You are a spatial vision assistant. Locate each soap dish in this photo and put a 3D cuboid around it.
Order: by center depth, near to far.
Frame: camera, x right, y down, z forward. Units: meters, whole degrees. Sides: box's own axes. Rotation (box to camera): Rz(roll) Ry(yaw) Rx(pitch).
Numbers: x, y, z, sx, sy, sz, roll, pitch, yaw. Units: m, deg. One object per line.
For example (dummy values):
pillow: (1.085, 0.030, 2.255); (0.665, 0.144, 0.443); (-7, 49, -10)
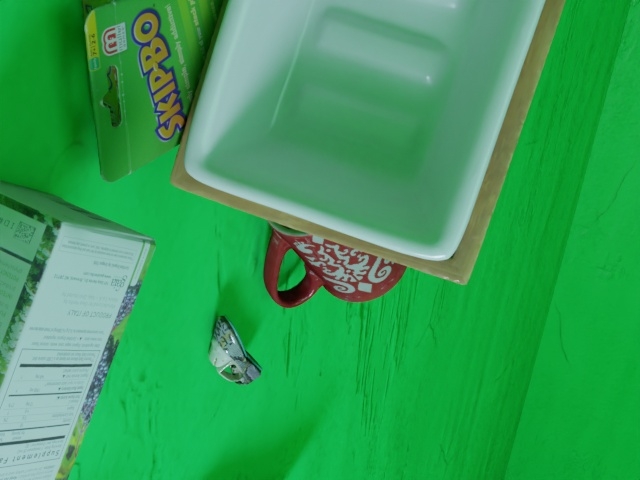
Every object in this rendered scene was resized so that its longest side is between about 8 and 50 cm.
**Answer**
soap dish: (0.044, -0.142, 0.624); (0.118, 0.229, 0.291); (-20, 128, -81)

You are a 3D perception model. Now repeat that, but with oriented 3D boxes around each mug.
mug: (0.009, 0.001, 0.871); (0.150, 0.113, 0.169); (-65, 153, -12)

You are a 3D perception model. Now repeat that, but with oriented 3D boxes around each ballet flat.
ballet flat: (-0.088, 0.115, 0.847); (0.041, 0.041, 0.114); (-58, 153, -23)

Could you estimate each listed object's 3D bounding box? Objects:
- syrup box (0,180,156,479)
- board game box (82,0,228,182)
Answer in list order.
syrup box: (-0.200, 0.089, 0.521); (0.096, 0.093, 0.237); (16, 95, -66)
board game box: (-0.085, -0.149, 0.639); (0.259, 0.039, 0.124); (-45, 146, -48)
